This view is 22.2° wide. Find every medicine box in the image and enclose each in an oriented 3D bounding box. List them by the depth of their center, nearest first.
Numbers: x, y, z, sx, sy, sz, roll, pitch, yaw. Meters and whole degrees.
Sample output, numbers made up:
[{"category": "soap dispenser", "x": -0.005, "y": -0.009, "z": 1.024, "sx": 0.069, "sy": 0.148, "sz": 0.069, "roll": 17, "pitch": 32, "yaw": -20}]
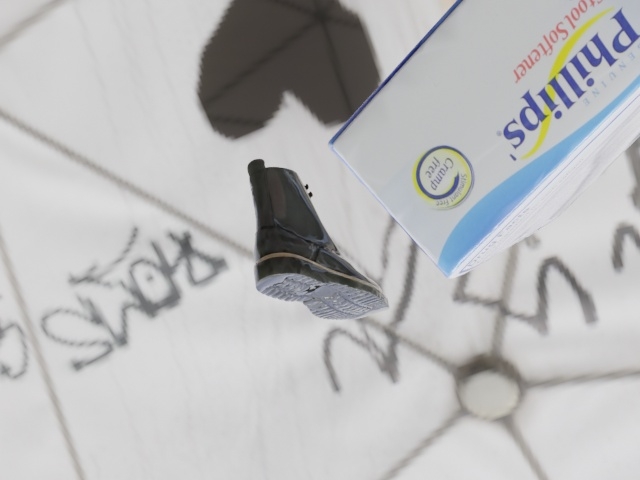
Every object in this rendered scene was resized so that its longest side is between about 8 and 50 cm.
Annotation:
[{"category": "medicine box", "x": 0.188, "y": -0.132, "z": 1.296, "sx": 0.263, "sy": 0.149, "sz": 0.289, "roll": -47, "pitch": 169, "yaw": 25}]

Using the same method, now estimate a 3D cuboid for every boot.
[{"category": "boot", "x": 0.000, "y": 0.000, "z": 1.698, "sx": 0.077, "sy": 0.198, "sz": 0.137, "roll": -21, "pitch": -117, "yaw": 26}]
